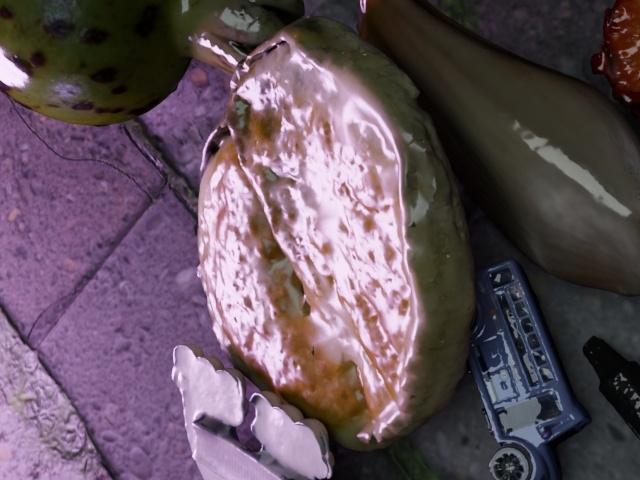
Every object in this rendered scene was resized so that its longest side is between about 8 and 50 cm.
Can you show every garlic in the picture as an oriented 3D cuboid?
[{"bbox_3d":[0.132,-0.082,0.654,0.112,0.143,0.318,-43,64,-6],"label":"garlic"}]

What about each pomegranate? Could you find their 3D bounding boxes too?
[{"bbox_3d":[-0.173,-0.196,0.809,0.306,0.242,0.242,39,103,2],"label":"pomegranate"}]

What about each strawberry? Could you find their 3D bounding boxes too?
[{"bbox_3d":[0.262,-0.132,0.615,0.145,0.086,0.145,-4,80,27],"label":"strawberry"}]

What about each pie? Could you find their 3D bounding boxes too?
[{"bbox_3d":[-0.001,0.000,0.688,0.339,0.077,0.339,23,119,49],"label":"pie"}]

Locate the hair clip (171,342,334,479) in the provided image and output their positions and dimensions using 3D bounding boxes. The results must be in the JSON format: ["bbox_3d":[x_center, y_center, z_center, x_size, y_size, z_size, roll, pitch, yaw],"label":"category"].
[{"bbox_3d":[-0.054,0.183,0.737,0.220,0.054,0.140,24,122,41],"label":"hair clip"}]

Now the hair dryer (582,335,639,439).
[{"bbox_3d":[0.241,0.170,0.597,0.114,0.070,0.248,-45,61,16],"label":"hair dryer"}]

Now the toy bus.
[{"bbox_3d":[0.142,0.101,0.655,0.076,0.073,0.167,-23,70,13],"label":"toy bus"}]
